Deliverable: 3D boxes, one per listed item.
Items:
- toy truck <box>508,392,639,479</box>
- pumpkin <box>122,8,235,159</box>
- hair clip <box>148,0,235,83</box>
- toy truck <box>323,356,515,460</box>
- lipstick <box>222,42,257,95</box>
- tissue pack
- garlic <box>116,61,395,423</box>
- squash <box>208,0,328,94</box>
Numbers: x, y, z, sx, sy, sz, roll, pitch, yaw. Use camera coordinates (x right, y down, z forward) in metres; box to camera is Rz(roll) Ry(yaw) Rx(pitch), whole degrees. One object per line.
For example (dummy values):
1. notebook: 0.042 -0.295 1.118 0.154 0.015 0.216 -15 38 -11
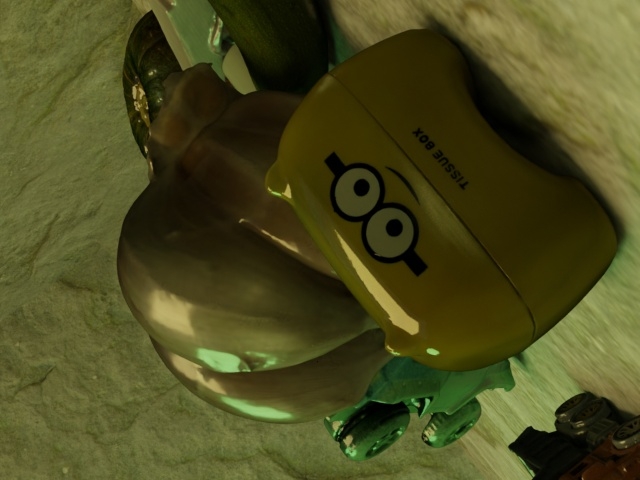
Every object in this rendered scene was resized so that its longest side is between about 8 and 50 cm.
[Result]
1. toy truck: 0.204 0.178 0.643 0.083 0.092 0.192 55 176 2
2. pumpkin: -0.156 -0.192 1.175 0.260 0.189 0.260 42 139 51
3. hair clip: -0.119 -0.243 0.883 0.085 0.101 0.331 56 175 21
4. toy truck: 0.078 0.098 0.812 0.279 0.156 0.155 11 -144 -55
5. lipstick: 0.000 -0.097 0.854 0.254 0.070 0.070 52 176 19
6. tissue pack: 0.058 -0.015 0.477 0.178 0.127 0.123 53 178 20
7. garlic: -0.031 0.012 0.651 0.292 0.237 0.210 48 173 29
8. squash: -0.037 -0.165 0.672 0.080 0.071 0.318 35 172 20
